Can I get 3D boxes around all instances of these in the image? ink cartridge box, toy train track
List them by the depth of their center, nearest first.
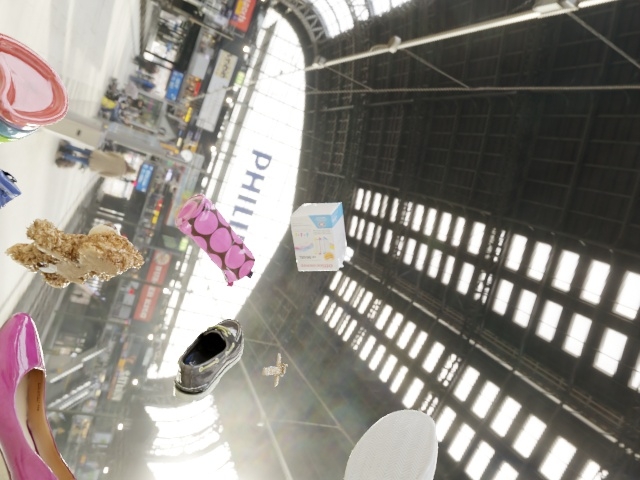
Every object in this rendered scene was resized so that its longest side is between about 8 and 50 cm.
[{"bbox_3d":[-0.064,0.192,0.678,0.083,0.014,0.048,41,52,-70],"label":"toy train track"},{"bbox_3d":[0.000,0.000,0.992,0.090,0.092,0.143,-52,137,-63],"label":"ink cartridge box"}]

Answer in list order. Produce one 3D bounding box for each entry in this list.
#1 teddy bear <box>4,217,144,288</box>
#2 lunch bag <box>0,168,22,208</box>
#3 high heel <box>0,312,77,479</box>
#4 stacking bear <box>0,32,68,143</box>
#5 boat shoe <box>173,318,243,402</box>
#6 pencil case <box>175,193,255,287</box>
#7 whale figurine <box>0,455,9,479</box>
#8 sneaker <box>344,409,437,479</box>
[{"bbox_3d":[-0.582,0.028,1.095,0.338,0.245,0.113,-22,-136,38],"label":"teddy bear"},{"bbox_3d":[-0.631,-0.109,0.897,0.098,0.067,0.065,31,-113,37],"label":"lunch bag"},{"bbox_3d":[-0.426,0.296,0.729,0.127,0.181,0.377,102,-19,-75],"label":"high heel"},{"bbox_3d":[-0.689,-0.269,0.944,0.289,0.164,0.175,-15,-93,18],"label":"stacking bear"},{"bbox_3d":[-0.193,0.198,0.842,0.228,0.081,0.069,-63,163,-69],"label":"boat shoe"},{"bbox_3d":[-0.229,0.003,1.006,0.095,0.209,0.098,4,-131,46],"label":"pencil case"},{"bbox_3d":[-0.583,0.428,0.834,0.272,0.141,0.216,15,-60,53],"label":"whale figurine"},{"bbox_3d":[0.086,0.374,0.586,0.108,0.169,0.292,1,-153,30],"label":"sneaker"}]
